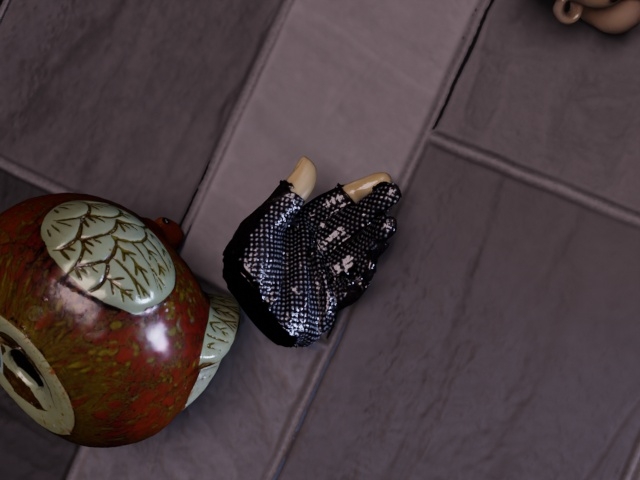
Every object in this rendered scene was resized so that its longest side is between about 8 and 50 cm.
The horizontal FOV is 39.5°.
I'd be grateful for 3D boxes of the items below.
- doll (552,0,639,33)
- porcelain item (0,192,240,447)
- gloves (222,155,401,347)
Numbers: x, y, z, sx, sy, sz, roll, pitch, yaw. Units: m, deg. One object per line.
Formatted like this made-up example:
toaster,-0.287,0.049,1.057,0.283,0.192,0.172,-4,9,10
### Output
doll,0.281,-0.307,0.750,0.278,0.154,0.119,-50,31,15
porcelain item,-0.194,0.055,0.835,0.253,0.253,0.253,-2,83,14
gloves,0.001,0.002,0.840,0.180,0.106,0.129,-40,75,-23
